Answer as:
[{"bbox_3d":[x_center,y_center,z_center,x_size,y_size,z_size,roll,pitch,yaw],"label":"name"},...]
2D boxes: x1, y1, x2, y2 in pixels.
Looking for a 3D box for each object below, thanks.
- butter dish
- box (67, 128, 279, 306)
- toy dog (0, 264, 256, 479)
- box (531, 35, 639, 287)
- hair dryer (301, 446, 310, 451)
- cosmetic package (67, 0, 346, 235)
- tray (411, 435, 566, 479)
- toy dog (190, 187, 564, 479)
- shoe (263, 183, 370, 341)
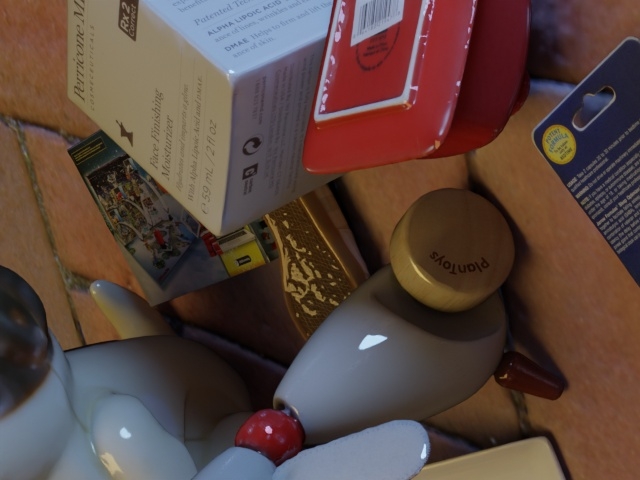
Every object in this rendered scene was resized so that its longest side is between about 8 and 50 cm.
[{"bbox_3d":[0.078,-0.109,1.178,0.160,0.118,0.159,-8,68,57],"label":"butter dish"},{"bbox_3d":[-0.115,-0.040,1.577,0.233,0.044,0.159,-20,98,59],"label":"box"},{"bbox_3d":[-0.206,0.164,1.527,0.285,0.408,0.395,-19,58,33],"label":"toy dog"},{"bbox_3d":[0.226,-0.007,1.112,0.225,0.036,0.136,54,148,8],"label":"box"},{"bbox_3d":[0.016,0.344,1.669,0.293,0.080,0.223,50,147,17],"label":"hair dryer"},{"bbox_3d":[-0.066,-0.134,1.322,0.184,0.151,0.151,41,143,30],"label":"cosmetic package"},{"bbox_3d":[0.074,0.238,1.427,0.270,0.030,0.145,-18,101,23],"label":"tray"},{"bbox_3d":[0.043,0.130,1.276,0.161,0.333,0.220,37,171,6],"label":"toy dog"},{"bbox_3d":[0.000,0.000,1.441,0.077,0.058,0.219,-13,109,38],"label":"shoe"}]
